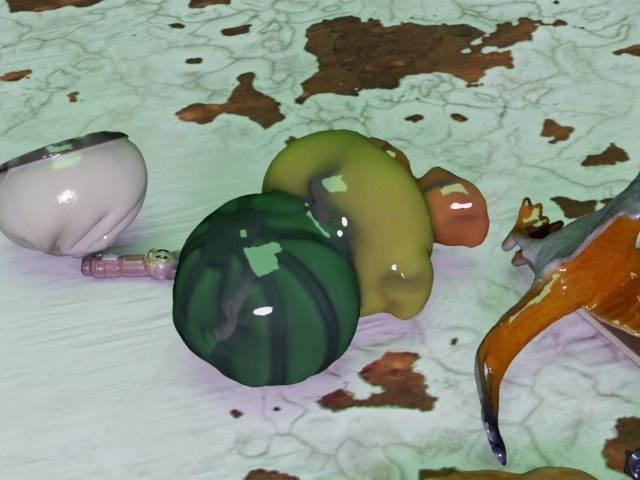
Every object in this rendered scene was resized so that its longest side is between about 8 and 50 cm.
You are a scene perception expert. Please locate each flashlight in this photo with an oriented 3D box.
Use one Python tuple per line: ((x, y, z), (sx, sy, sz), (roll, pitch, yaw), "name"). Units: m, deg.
((-0.198, 0.024, 1.552), (0.110, 0.031, 0.052), (-1, 38, 4), "flashlight")

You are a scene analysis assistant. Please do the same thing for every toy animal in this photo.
((0.232, 0.063, 1.392), (0.284, 0.225, 0.302), (-29, 26, -4), "toy animal")
((-0.001, -0.002, 1.436), (0.216, 0.191, 0.338), (27, 48, 34), "toy animal")

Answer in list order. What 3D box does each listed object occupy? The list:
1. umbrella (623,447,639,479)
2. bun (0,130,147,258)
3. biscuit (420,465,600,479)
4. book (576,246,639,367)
((0.345, 0.230, 1.207), (0.080, 0.071, 0.224), (-44, 52, -4), "umbrella")
((-0.263, -0.041, 1.568), (0.173, 0.120, 0.173), (-19, 2, 1), "bun")
((0.156, 0.293, 1.115), (0.312, 0.057, 0.351), (-20, 31, -28), "biscuit")
((0.344, 0.075, 1.445), (0.138, 0.016, 0.198), (-22, 41, -21), "book")
